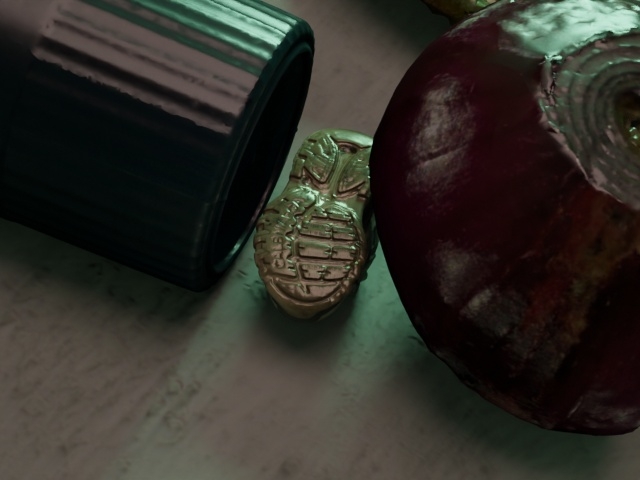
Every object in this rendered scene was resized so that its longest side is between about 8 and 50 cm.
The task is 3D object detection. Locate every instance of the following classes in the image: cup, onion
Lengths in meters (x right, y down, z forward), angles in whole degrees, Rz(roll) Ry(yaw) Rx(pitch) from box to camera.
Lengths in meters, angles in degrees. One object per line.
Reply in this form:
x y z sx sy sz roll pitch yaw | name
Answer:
-0.172 -0.110 1.479 0.292 0.308 0.242 22 84 9 | cup
0.164 -0.037 1.394 0.260 0.282 0.336 19 72 -6 | onion

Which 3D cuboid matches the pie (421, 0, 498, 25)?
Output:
0.158 -0.321 1.723 0.288 0.103 0.354 26 44 -6 | pie

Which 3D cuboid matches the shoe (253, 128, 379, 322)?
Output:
0.000 0.000 1.481 0.089 0.092 0.180 13 54 8 | shoe
